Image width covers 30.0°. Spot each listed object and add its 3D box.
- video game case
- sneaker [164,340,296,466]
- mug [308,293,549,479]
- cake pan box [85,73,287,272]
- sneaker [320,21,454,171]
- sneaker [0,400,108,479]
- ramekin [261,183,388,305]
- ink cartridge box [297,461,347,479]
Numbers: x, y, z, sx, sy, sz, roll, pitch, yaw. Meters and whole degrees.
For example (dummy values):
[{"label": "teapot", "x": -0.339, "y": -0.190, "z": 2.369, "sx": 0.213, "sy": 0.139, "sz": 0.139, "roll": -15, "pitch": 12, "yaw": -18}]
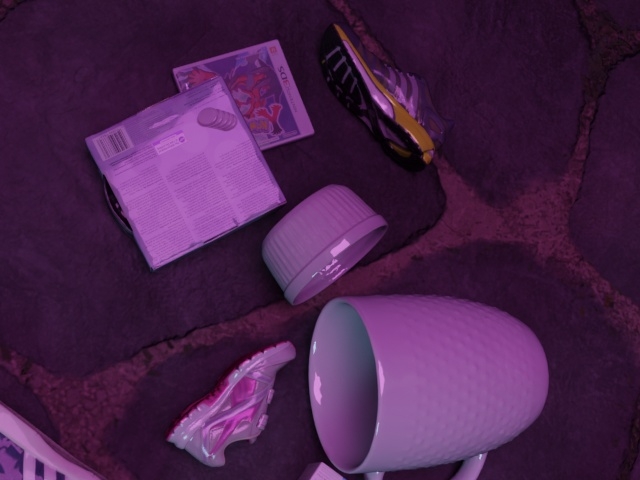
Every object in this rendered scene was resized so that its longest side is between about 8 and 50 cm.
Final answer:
[{"label": "video game case", "x": -0.133, "y": -0.238, "z": 2.060, "sx": 0.201, "sy": 0.023, "sz": 0.183, "roll": -19, "pitch": 83, "yaw": -18}, {"label": "sneaker", "x": -0.126, "y": 0.264, "z": 1.914, "sx": 0.252, "sy": 0.103, "sz": 0.111, "roll": -43, "pitch": 95, "yaw": -13}, {"label": "mug", "x": 0.177, "y": 0.267, "z": 1.924, "sx": 0.328, "sy": 0.276, "sz": 0.374, "roll": -1, "pitch": 108, "yaw": -23}, {"label": "cake pan box", "x": -0.225, "y": -0.107, "z": 1.966, "sx": 0.267, "sy": 0.070, "sz": 0.245, "roll": -28, "pitch": 84, "yaw": -12}, {"label": "sneaker", "x": 0.115, "y": -0.266, "z": 2.103, "sx": 0.121, "sy": 0.111, "sz": 0.300, "roll": -41, "pitch": 96, "yaw": -30}, {"label": "sneaker", "x": -0.415, "y": 0.387, "z": 1.794, "sx": 0.350, "sy": 0.131, "sz": 0.148, "roll": 36, "pitch": 78, "yaw": 1}, {"label": "ramekin", "x": 0.000, "y": 0.000, "z": 1.951, "sx": 0.207, "sy": 0.207, "sz": 0.109, "roll": -36, "pitch": 80, "yaw": -20}, {"label": "ink cartridge box", "x": -0.013, "y": 0.439, "z": 1.902, "sx": 0.092, "sy": 0.090, "sz": 0.143, "roll": 37, "pitch": 70, "yaw": -5}]
